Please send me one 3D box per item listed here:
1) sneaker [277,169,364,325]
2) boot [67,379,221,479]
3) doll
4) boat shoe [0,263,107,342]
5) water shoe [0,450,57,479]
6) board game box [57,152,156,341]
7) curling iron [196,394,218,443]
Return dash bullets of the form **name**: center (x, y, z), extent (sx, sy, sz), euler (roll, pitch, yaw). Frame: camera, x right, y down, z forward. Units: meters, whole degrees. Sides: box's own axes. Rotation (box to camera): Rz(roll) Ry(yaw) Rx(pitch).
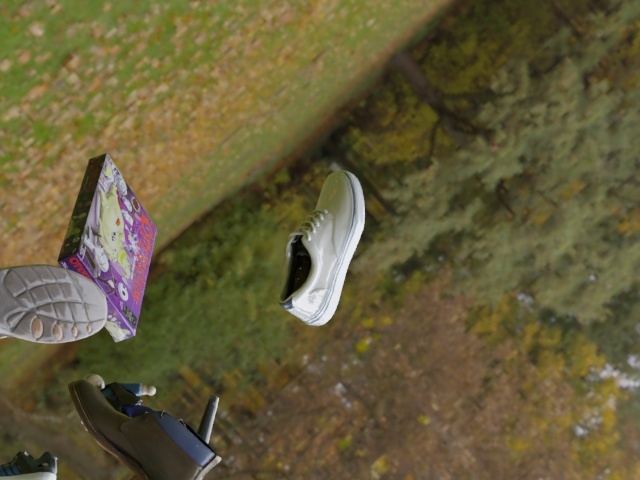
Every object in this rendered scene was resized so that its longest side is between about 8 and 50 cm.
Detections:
- **sneaker**: center (0.000, 0.000, 1.692), extent (0.094, 0.091, 0.258), euler (-9, -119, 43)
- **boot**: center (-0.223, 0.239, 1.379), extent (0.106, 0.219, 0.082), euler (-40, 164, -4)
- **doll**: center (-0.306, 0.260, 1.689), extent (0.129, 0.189, 0.046), euler (-33, 133, -35)
- **boat shoe**: center (-0.528, 0.098, 1.793), extent (0.355, 0.132, 0.130), euler (9, 176, -35)
- **water shoe**: center (-0.659, 0.504, 2.384), extent (0.203, 0.073, 0.080), euler (-6, -121, 22)
- **board game box**: center (-0.398, 0.006, 2.072), extent (0.056, 0.208, 0.347), euler (-17, -146, 11)
- **curling iron**: center (-0.237, 0.401, 1.911), extent (0.274, 0.068, 0.035), euler (-66, -163, -15)
